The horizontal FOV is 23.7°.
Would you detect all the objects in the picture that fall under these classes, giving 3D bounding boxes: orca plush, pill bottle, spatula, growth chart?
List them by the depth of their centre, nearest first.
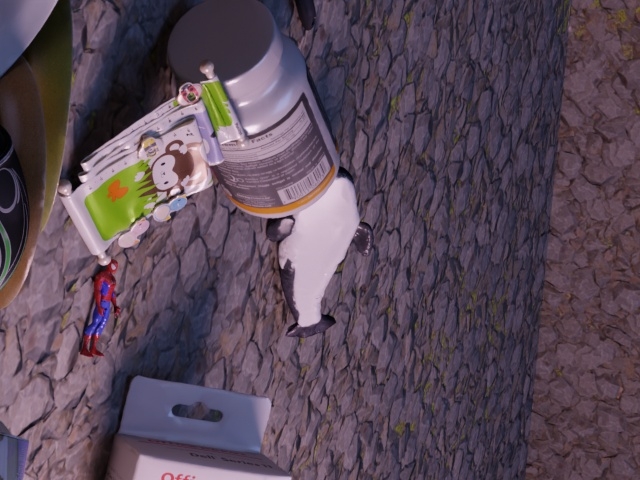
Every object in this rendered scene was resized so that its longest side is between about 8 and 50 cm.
[{"bbox_3d":[-0.185,-0.081,1.714,0.237,0.021,0.172,-39,143,-4],"label":"growth chart"},{"bbox_3d":[-0.081,-0.161,1.857,0.162,0.162,0.278,-65,154,-24],"label":"pill bottle"},{"bbox_3d":[-0.045,-0.362,1.991,0.084,0.030,0.296,-66,155,-21],"label":"spatula"},{"bbox_3d":[0.000,0.000,2.214,0.102,0.151,0.287,-98,180,-55],"label":"orca plush"}]

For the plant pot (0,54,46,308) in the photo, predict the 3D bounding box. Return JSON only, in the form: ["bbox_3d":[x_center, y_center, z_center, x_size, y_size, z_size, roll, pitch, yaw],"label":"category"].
[{"bbox_3d":[-0.303,-0.056,1.384,0.032,0.236,0.236,4,101,-30],"label":"plant pot"}]

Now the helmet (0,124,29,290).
[{"bbox_3d":[-0.317,-0.012,1.228,0.169,0.169,0.162,-39,147,-55],"label":"helmet"}]

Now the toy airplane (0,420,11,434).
[{"bbox_3d":[-0.371,0.394,1.369,0.386,0.272,0.384,-33,100,-41],"label":"toy airplane"}]

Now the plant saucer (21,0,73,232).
[{"bbox_3d":[-0.275,-0.126,1.441,0.241,0.037,0.241,-175,-90,-71],"label":"plant saucer"}]

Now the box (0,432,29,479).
[{"bbox_3d":[-0.300,0.312,1.225,0.063,0.067,0.324,20,65,-34],"label":"box"}]

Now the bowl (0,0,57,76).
[{"bbox_3d":[-0.341,-0.222,1.207,0.298,0.134,0.298,-45,164,-17],"label":"bowl"}]

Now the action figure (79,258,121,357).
[{"bbox_3d":[-0.252,0.078,1.773,0.038,0.030,0.115,3,98,-61],"label":"action figure"}]

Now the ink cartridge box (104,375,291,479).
[{"bbox_3d":[-0.166,0.360,1.879,0.207,0.119,0.354,11,93,-22],"label":"ink cartridge box"}]
